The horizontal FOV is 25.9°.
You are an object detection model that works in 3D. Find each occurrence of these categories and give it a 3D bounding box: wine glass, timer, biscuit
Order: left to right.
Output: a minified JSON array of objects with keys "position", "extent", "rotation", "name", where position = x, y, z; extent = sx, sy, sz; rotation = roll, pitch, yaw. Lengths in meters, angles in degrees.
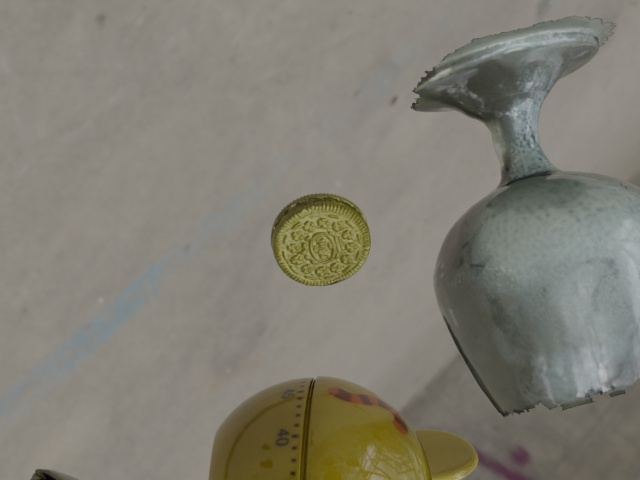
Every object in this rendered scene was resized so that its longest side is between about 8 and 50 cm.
[{"position":[0.000,0.000,1.148],"extent":[0.084,0.023,0.084],"rotation":[-4,125,-5],"name":"biscuit"},{"position":[0.034,0.367,1.969],"extent":[0.376,0.387,0.376],"rotation":[3,90,-88],"name":"timer"},{"position":[0.206,-0.011,1.258],"extent":[0.238,0.323,0.238],"rotation":[-17,173,-2],"name":"wine glass"}]

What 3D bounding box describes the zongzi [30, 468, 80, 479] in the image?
[{"position":[-0.220,0.322,0.971],"extent":[0.286,0.300,0.138],"rotation":[-33,128,-16],"name":"zongzi"}]
